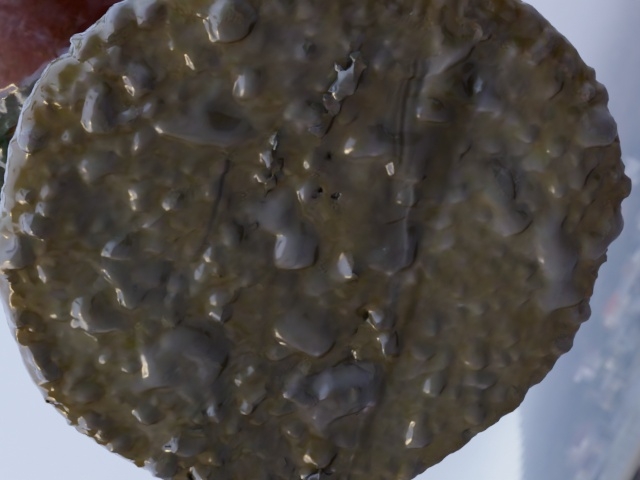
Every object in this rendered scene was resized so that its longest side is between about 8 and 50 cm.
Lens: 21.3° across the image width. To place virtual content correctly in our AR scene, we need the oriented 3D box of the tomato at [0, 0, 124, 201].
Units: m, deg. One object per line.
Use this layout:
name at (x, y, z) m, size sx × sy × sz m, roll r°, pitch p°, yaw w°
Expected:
tomato at (-0.184, -0.142, 1.074) m, size 0.265 × 0.265 × 0.265 m, roll -55°, pitch -15°, yaw -23°

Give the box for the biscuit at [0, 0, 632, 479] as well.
biscuit at (0.000, -0.001, 0.566) m, size 0.033 × 0.219 × 0.220 m, roll -114°, pitch 42°, yaw -58°
